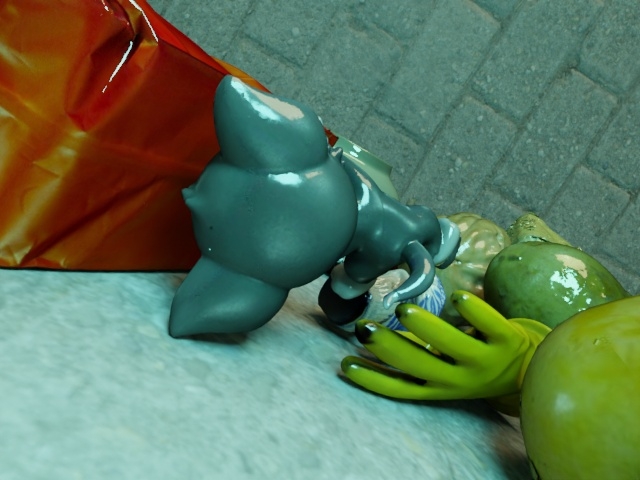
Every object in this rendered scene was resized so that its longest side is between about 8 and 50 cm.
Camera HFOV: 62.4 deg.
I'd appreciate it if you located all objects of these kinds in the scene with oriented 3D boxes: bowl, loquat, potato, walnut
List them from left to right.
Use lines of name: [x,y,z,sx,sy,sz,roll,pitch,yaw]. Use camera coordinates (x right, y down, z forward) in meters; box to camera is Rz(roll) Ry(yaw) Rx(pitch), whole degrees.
bowl: [0.035,-0.124,1.147,0.354,0.185,0.354,30,10,-6]
walnut: [0.233,0.049,0.885,0.198,0.198,0.245,38,5,31]
potato: [0.341,0.134,0.709,0.307,0.173,0.210,56,-7,-3]
loquat: [0.285,0.157,0.436,0.235,0.235,0.235,30,11,-6]

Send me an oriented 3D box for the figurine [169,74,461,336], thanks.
figurine: [0.004,0.003,0.445,0.266,0.193,0.140,21,14,-20]

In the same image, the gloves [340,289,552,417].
gloves: [0.142,0.109,0.529,0.294,0.133,0.116,23,24,-43]

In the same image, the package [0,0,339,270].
package: [-0.124,-0.079,0.485,0.123,0.195,0.424,40,13,22]

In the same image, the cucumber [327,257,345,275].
cucumber: [0.070,0.058,0.776,0.215,0.052,0.058,31,31,-2]

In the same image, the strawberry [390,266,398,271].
strawberry: [0.178,0.012,1.099,0.082,0.121,0.188,0,12,37]

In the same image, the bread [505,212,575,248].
bread: [0.444,0.099,1.089,0.279,0.248,0.315,40,26,18]

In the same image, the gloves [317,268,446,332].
gloves: [0.090,0.077,0.639,0.229,0.119,0.097,0,70,-52]
